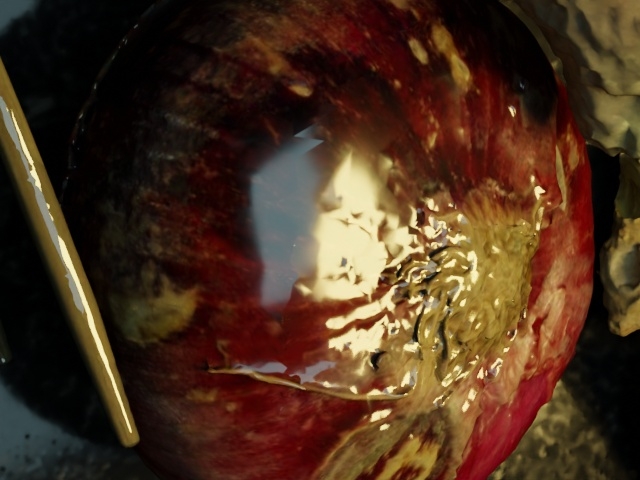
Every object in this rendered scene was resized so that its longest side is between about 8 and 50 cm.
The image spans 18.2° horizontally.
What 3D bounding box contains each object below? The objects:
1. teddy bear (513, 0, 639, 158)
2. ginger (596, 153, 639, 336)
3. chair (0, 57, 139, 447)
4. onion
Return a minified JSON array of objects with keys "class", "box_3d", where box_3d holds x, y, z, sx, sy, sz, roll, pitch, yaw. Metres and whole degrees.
[{"class":"teddy bear","box_3d":[0.092,-0.169,0.745,0.267,0.151,0.236,40,50,-4]},{"class":"ginger","box_3d":[0.165,-0.037,0.970,0.069,0.051,0.173,-6,92,-29]},{"class":"chair","box_3d":[-0.201,-0.039,0.732,0.166,0.188,0.272,-19,105,-23]},{"class":"onion","box_3d":[0.000,0.000,0.815,0.246,0.190,0.246,-6,98,-50]}]
